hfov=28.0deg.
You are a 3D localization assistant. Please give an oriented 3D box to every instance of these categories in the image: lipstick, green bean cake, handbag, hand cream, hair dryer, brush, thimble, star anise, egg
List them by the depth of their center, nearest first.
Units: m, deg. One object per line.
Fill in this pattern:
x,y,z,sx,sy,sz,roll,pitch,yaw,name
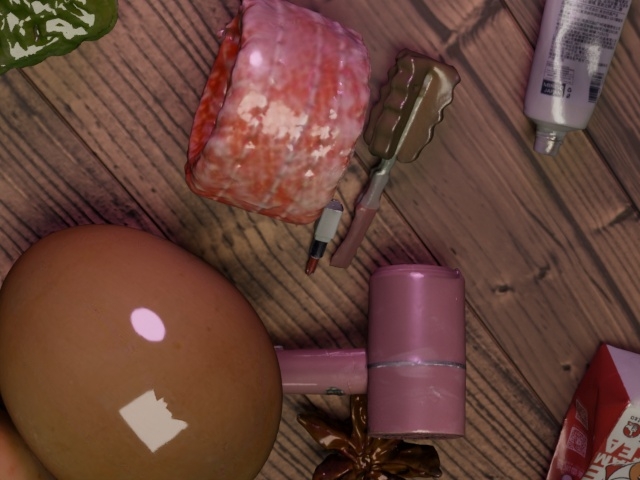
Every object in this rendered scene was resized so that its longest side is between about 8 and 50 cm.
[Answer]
-0.347,-0.306,1.355,0.222,0.125,0.248,-18,116,0,green bean cake
-0.051,-0.143,1.423,0.162,0.239,0.239,17,111,-13,thimble
-0.214,0.150,1.486,0.301,0.301,0.374,-43,96,11,egg
0.311,-0.265,1.527,0.124,0.078,0.340,10,105,-13,hand cream
0.077,-0.088,1.566,0.084,0.071,0.301,15,117,-19,brush
0.000,0.000,1.613,0.025,0.025,0.107,13,118,-14,lipstick
0.007,0.141,1.620,0.352,0.125,0.210,-1,78,13,hair dryer
0.067,0.272,1.704,0.212,0.111,0.196,-34,101,35,star anise
0.409,0.307,1.766,0.171,0.151,0.298,16,118,-12,handbag

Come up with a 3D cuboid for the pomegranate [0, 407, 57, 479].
-0.500,0.349,1.487,0.411,0.411,0.411,-4,115,-8,pomegranate
